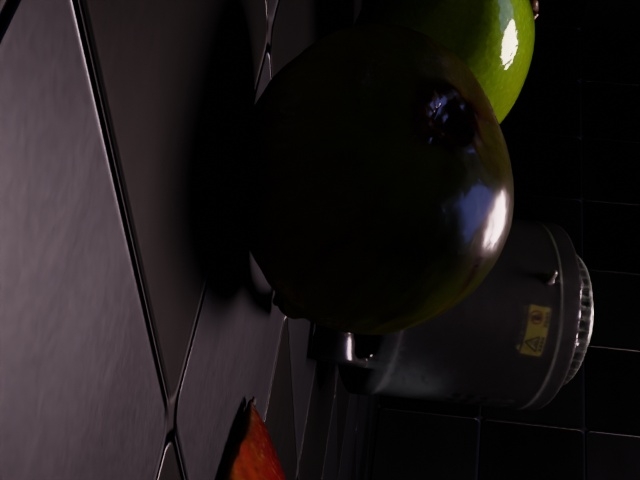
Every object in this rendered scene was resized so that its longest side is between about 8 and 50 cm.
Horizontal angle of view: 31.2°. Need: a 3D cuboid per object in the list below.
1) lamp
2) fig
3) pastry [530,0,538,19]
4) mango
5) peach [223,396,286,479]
[{"bbox_3d":[0.147,0.067,1.190,0.374,0.272,0.205,60,35,-80],"label":"lamp"},{"bbox_3d":[0.000,0.000,0.633,0.259,0.151,0.151,-48,-154,50],"label":"fig"},{"bbox_3d":[0.153,-0.248,1.342,0.275,0.192,0.275,5,90,-86],"label":"pastry"},{"bbox_3d":[0.106,-0.166,1.001,0.343,0.155,0.192,140,-36,-81],"label":"mango"},{"bbox_3d":[-0.030,0.224,0.627,0.189,0.068,0.279,85,11,-70],"label":"peach"}]
